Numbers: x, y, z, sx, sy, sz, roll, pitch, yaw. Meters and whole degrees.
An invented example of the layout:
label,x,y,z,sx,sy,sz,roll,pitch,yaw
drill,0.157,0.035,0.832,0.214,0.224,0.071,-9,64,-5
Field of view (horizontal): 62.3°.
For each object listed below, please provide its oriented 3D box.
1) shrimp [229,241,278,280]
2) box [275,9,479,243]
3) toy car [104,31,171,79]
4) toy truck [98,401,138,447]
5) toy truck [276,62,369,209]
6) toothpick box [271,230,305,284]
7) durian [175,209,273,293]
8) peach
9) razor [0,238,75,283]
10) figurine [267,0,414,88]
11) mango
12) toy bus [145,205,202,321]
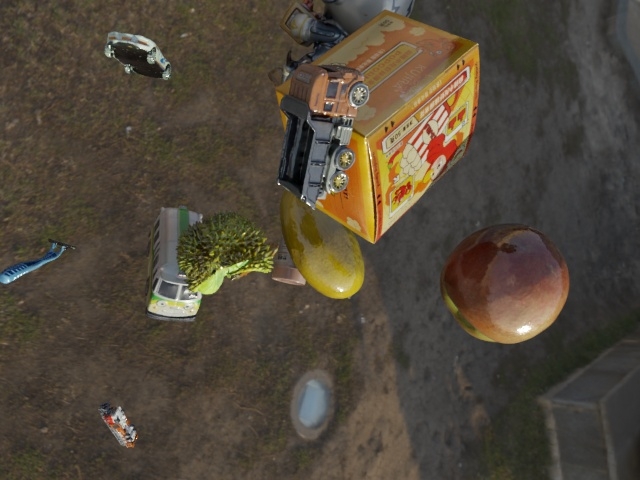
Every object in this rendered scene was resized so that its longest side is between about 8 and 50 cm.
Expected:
label,x,y,z,sx,sy,sz,roll,pitch,yaw
shrimp,-0.185,0.059,1.431,0.043,0.184,0.091,47,33,-18
box,0.107,-0.197,0.930,0.283,0.213,0.260,-43,150,-22
toy car,-0.368,-0.378,1.088,0.095,0.205,0.056,8,93,-2
toy truck,-0.303,0.276,0.794,0.024,0.031,0.083,-76,155,-55
toy truck,-0.004,-0.146,0.737,0.092,0.083,0.192,-2,116,-34
toothpick box,-0.077,0.046,1.520,0.098,0.098,0.149,20,76,-40
durian,-0.226,0.024,1.215,0.200,0.236,0.177,-31,102,-42
peach,0.364,0.083,1.051,0.252,0.252,0.253,7,79,-42
razor,-0.772,0.057,1.436,0.253,0.081,0.042,-67,173,-71
figurine,0.047,-0.463,1.118,0.186,0.381,0.261,48,20,-6
mango,-0.002,0.006,1.367,0.332,0.142,0.195,54,42,-9
toy bus,-0.405,0.059,1.494,0.143,0.179,0.306,11,44,-25
